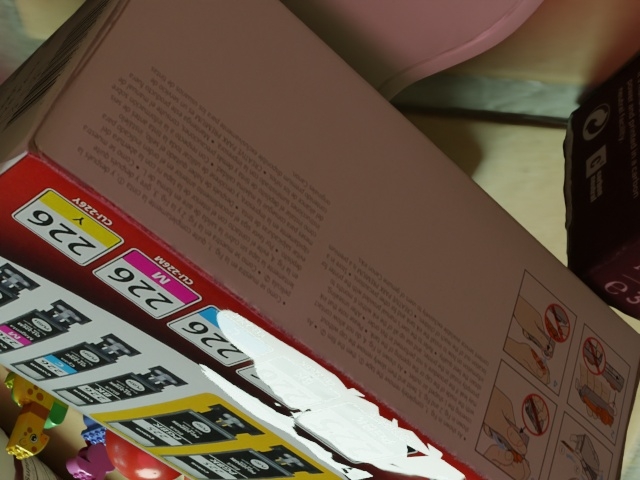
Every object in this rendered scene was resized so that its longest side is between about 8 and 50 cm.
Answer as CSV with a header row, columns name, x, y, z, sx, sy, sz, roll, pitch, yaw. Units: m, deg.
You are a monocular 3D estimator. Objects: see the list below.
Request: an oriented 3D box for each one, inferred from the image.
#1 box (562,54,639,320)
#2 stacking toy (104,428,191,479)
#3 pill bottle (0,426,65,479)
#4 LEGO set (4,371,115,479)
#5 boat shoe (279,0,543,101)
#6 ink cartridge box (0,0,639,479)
name,x,y,z,sx,sy,sz,roll,pitch,yaw
box,0.303,-0.076,0.409,0.191,0.143,0.381,26,138,-16
stacking toy,-0.039,0.213,0.874,0.330,0.141,0.141,11,142,7
pill bottle,-0.372,0.321,1.014,0.224,0.224,0.392,-7,139,23
LEGO set,-0.262,0.175,0.908,0.087,0.093,0.227,-24,129,37
boat shoe,0.017,-0.122,0.455,0.116,0.099,0.319,22,142,-16
ink cartridge box,-0.045,0.042,0.488,0.309,0.130,0.271,38,145,-24
